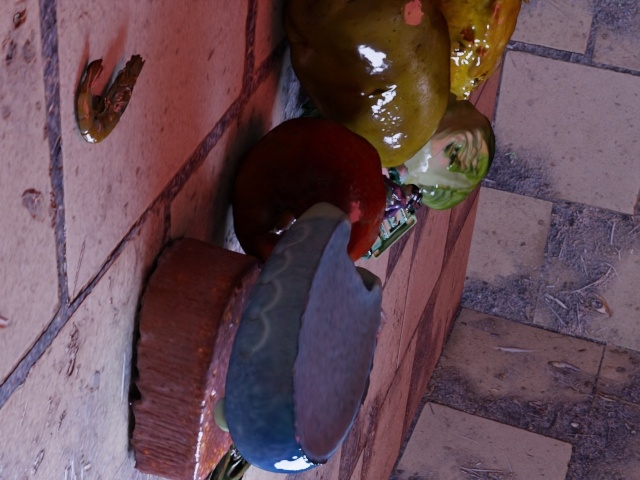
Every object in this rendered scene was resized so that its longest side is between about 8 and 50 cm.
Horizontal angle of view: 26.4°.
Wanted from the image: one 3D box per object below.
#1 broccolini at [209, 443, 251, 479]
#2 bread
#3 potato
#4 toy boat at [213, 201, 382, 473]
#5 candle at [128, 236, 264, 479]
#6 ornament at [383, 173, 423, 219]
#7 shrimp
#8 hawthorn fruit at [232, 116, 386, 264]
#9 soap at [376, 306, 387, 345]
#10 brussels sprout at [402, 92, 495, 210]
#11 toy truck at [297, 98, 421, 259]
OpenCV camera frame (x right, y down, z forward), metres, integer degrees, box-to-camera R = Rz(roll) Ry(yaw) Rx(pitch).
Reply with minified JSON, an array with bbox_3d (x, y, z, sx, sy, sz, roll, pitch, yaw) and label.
[{"bbox_3d":[-0.145,0.337,1.992,0.203,0.068,0.091,-53,146,-23],"label":"broccolini"},{"bbox_3d":[0.191,-0.398,1.990,0.337,0.204,0.358,134,-34,-75],"label":"bread"},{"bbox_3d":[0.071,-0.242,1.812,0.195,0.176,0.369,-42,139,-19],"label":"potato"},{"bbox_3d":[-0.032,0.118,1.567,0.215,0.123,0.330,63,34,-45],"label":"toy boat"},{"bbox_3d":[-0.131,0.153,1.637,0.317,0.131,0.287,64,45,-69],"label":"candle"},{"bbox_3d":[0.073,-0.066,1.939,0.203,0.088,0.081,-15,86,-50],"label":"ornament"},{"bbox_3d":[-0.194,-0.146,1.260,0.083,0.023,0.114,82,29,-54],"label":"shrimp"},{"bbox_3d":[-0.022,-0.049,1.741,0.249,0.215,0.215,-34,137,-65],"label":"hawthorn fruit"},{"bbox_3d":[0.003,0.121,2.069,0.273,0.098,0.218,54,51,-51],"label":"soap"},{"bbox_3d":[0.215,-0.178,2.599,0.219,0.210,0.271,-57,162,21],"label":"brussels sprout"},{"bbox_3d":[0.037,-0.107,2.028,0.128,0.135,0.259,-42,127,-27],"label":"toy truck"}]
